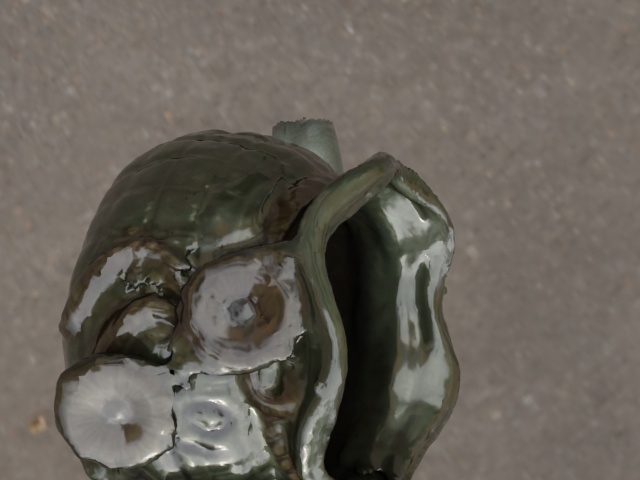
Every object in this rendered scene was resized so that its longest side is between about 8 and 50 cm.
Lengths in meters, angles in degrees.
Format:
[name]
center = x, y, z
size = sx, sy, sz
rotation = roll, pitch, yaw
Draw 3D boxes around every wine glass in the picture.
[wine glass]
center = 0.000, 0.000, 1.512
size = 0.066, 0.198, 0.066
rotation = -7, 168, -1

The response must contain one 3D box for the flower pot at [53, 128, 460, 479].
[flower pot]
center = -0.042, 0.072, 1.306
size = 0.213, 0.302, 0.302
rotation = 1, 134, 23
